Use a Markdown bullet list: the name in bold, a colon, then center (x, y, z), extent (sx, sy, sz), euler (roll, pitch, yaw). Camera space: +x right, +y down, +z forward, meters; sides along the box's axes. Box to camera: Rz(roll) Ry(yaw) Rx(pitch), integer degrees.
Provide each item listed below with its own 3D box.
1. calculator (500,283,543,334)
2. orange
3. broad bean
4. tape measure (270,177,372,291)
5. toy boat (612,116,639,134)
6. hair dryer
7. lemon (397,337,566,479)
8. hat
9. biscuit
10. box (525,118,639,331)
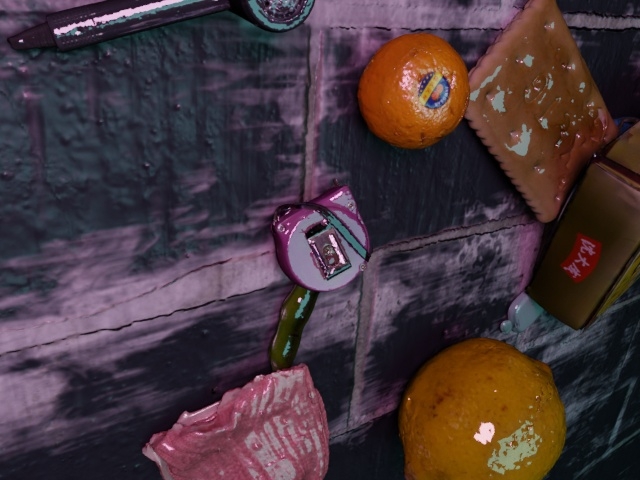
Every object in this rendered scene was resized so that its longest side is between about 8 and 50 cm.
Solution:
- **calculator**: center (0.424, 0.139, 1.105), extent (0.153, 0.021, 0.095), euler (-40, 130, -18)
- **orange**: center (0.109, -0.176, 0.649), extent (0.135, 0.117, 0.136), euler (-2, 98, -19)
- **broad bean**: center (-0.018, 0.088, 0.740), extent (0.069, 0.039, 0.227), euler (29, 93, -48)
- **tape measure**: center (0.000, 0.000, 0.671), extent (0.118, 0.074, 0.125), euler (-31, 102, -13)
- **toy boat**: center (0.539, -0.176, 0.992), extent (0.185, 0.077, 0.075), euler (-33, 127, -19)
- **hair dryer**: center (-0.135, -0.196, 0.463), extent (0.255, 0.128, 0.070), euler (-23, 126, -13)
- **lemon**: center (0.264, 0.308, 0.918), extent (0.310, 0.258, 0.258), euler (-37, 130, -13)
- **hat**: center (-0.083, 0.321, 0.760), extent (0.236, 0.107, 0.286), euler (-25, 111, -8)
- **biscuit**: center (0.352, -0.191, 0.838), extent (0.217, 0.044, 0.325), euler (-50, 123, -4)
- **box**: center (0.593, -0.077, 0.970), extent (0.420, 0.138, 0.373), euler (-34, 149, -22)
